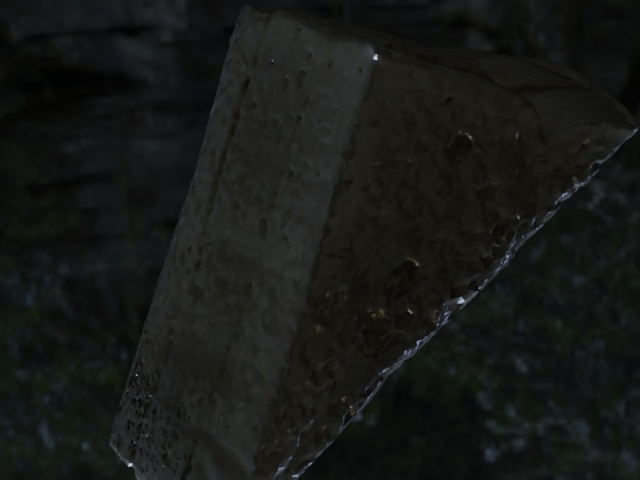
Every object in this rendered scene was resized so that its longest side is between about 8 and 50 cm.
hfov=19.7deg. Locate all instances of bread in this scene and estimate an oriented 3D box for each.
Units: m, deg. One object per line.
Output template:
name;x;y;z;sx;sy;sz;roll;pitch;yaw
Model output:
bread;0.014;0.010;0.546;0.105;0.152;0.077;11;-168;-36
